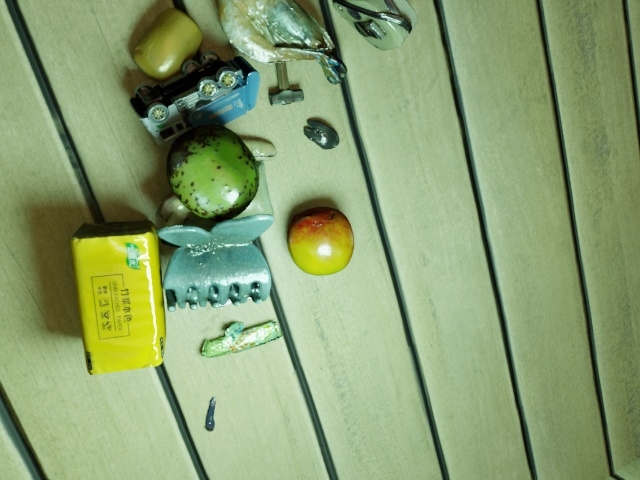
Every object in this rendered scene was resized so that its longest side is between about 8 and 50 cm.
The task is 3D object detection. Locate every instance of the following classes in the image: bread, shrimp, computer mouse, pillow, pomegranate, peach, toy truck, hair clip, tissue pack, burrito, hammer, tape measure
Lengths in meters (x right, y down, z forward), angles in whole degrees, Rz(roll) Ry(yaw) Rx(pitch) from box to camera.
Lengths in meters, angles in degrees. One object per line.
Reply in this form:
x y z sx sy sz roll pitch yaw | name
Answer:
-0.440 -0.567 1.562 0.147 0.098 0.217 34 87 -26 | bread
-0.107 -0.618 1.632 0.445 0.110 0.221 28 94 -20 | shrimp
0.008 -0.354 1.798 0.135 0.047 0.079 25 89 -21 | computer mouse
-0.307 -0.138 1.696 0.302 0.075 0.185 -13 99 -16 | pillow
-0.342 -0.161 1.535 0.340 0.285 0.285 -37 112 14 | pomegranate
0.000 0.000 1.773 0.231 0.231 0.231 -4 101 -21 | peach
-0.355 -0.417 1.566 0.367 0.146 0.175 -29 141 -12 | toy truck
-0.300 0.073 1.553 0.318 0.392 0.238 -5 86 -16 | hair clip
-0.239 -0.288 1.711 0.214 0.053 0.073 3 102 -22 | bread
-0.566 0.144 1.533 0.228 0.293 0.382 -6 101 -15 | tissue pack
-0.265 0.320 1.805 0.288 0.054 0.104 -15 104 -18 | burrito
-0.130 -0.615 1.691 0.111 0.043 0.365 -13 106 -18 | hammer
0.164 -0.726 1.694 0.271 0.231 0.133 38 86 -23 | tape measure

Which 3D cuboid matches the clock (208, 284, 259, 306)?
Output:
-0.293 0.121 1.752 0.198 0.064 0.172 -14 85 -19 | clock

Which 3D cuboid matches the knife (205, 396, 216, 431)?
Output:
-0.371 0.593 1.832 0.031 0.018 0.121 8 96 -15 | knife
